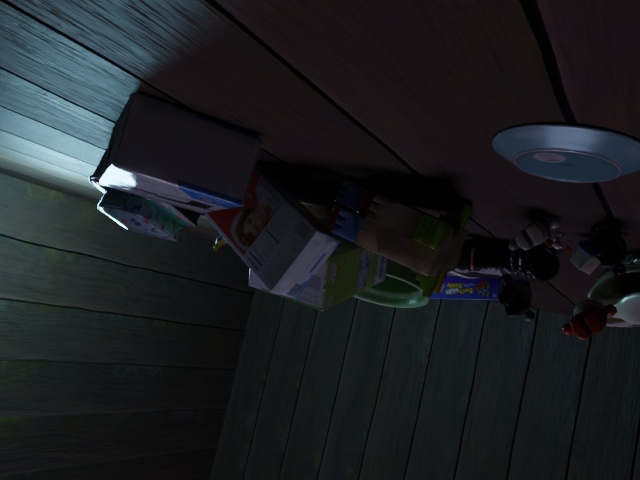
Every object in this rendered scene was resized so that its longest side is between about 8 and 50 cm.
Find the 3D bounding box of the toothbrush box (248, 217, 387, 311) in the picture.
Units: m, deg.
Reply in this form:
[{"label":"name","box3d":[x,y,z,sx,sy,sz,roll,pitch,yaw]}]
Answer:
[{"label":"toothbrush box","box3d":[0.004,0.043,1.339,0.206,0.122,0.283,15,-160,30]}]

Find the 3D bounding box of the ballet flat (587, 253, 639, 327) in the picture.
[{"label":"ballet flat","box3d":[0.655,0.110,1.178,0.182,0.164,0.483,-25,173,-4]}]

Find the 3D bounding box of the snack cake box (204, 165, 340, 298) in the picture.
[{"label":"snack cake box","box3d":[-0.103,-0.026,1.182,0.264,0.152,0.089,45,-167,34]}]

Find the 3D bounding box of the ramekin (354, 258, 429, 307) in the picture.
[{"label":"ramekin","box3d":[0.192,0.081,1.759,0.303,0.148,0.303,14,159,5]}]

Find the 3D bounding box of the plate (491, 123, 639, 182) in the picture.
[{"label":"plate","box3d":[0.309,-0.102,0.732,0.188,0.024,0.188,13,175,1]}]

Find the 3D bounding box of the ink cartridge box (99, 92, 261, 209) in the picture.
[{"label":"ink cartridge box","box3d":[-0.272,-0.143,1.076,0.223,0.129,0.307,16,173,-24]}]

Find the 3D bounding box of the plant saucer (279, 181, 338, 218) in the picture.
[{"label":"plant saucer","box3d":[-0.059,-0.098,1.398,0.277,0.041,0.278,12,176,1]}]

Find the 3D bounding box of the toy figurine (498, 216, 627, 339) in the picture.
[{"label":"toy figurine","box3d":[0.453,0.065,1.097,0.209,0.213,0.148,13,-169,27]}]

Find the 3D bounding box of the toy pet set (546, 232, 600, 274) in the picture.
[{"label":"toy pet set","box3d":[0.524,0.007,1.192,0.122,0.065,0.114,20,-154,-31]}]

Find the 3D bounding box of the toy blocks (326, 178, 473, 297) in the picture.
[{"label":"toy blocks","box3d":[0.138,-0.030,1.157,0.260,0.191,0.381,25,-173,19]}]

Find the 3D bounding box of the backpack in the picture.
[{"label":"backpack","box3d":[-0.429,-0.118,1.420,0.253,0.191,0.225,20,165,27]}]

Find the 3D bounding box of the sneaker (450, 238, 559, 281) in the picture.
[{"label":"sneaker","box3d":[0.440,0.044,1.425,0.295,0.105,0.147,7,172,0]}]

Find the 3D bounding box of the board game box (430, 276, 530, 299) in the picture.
[{"label":"board game box","box3d":[0.526,0.170,2.064,0.233,0.078,0.347,6,172,-45]}]

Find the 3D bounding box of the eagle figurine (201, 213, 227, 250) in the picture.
[{"label":"eagle figurine","box3d":[-0.235,-0.071,1.599,0.298,0.225,0.226,41,134,11]}]
